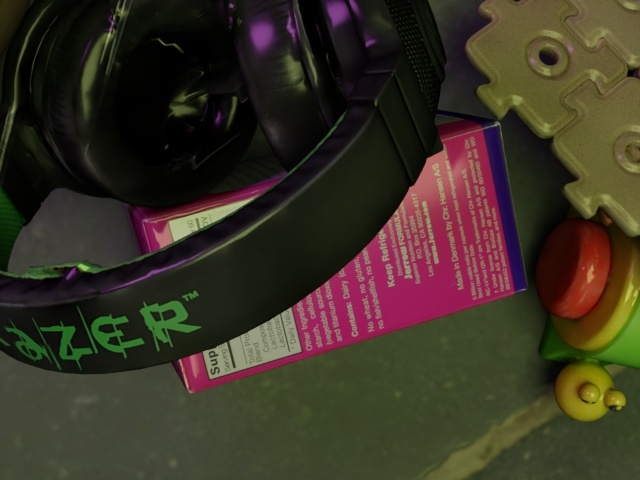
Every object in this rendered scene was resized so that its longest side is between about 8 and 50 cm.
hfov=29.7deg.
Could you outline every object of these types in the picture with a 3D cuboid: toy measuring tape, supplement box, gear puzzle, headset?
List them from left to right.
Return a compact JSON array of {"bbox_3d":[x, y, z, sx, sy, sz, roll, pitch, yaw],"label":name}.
[{"bbox_3d":[-0.056,-0.111,0.619,0.243,0.394,0.185,-5,129,28],"label":"headset"},{"bbox_3d":[0.000,0.000,0.751,0.220,0.111,0.114,-15,103,-12],"label":"supplement box"},{"bbox_3d":[0.182,-0.102,0.763,0.175,0.044,0.339,-38,81,-20],"label":"gear puzzle"},{"bbox_3d":[0.225,-0.032,0.807,0.121,0.121,0.330,14,95,-17],"label":"toy measuring tape"}]

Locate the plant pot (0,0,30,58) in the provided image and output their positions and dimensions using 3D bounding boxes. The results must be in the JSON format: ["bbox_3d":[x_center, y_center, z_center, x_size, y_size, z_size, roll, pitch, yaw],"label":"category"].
[{"bbox_3d":[-0.228,-0.234,0.593,0.263,0.263,0.229,32,74,-18],"label":"plant pot"}]
